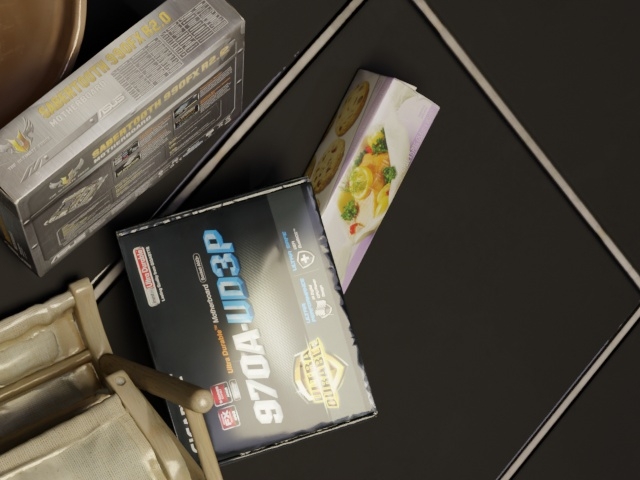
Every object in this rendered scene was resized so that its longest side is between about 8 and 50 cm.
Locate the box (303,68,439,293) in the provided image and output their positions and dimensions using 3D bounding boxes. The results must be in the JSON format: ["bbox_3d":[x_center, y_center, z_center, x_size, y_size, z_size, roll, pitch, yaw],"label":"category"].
[{"bbox_3d":[0.000,0.000,1.435,0.063,0.067,0.324,29,88,-32],"label":"box"}]

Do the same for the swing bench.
[{"bbox_3d":[-0.232,0.184,1.242,0.253,0.255,0.165,-25,121,-22],"label":"swing bench"}]

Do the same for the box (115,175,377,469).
[{"bbox_3d":[-0.064,0.071,1.361,0.175,0.051,0.220,-16,94,-7],"label":"box"}]

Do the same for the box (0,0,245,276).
[{"bbox_3d":[-0.163,-0.086,1.255,0.231,0.183,0.056,-41,78,-15],"label":"box"}]

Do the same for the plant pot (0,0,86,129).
[{"bbox_3d":[-0.306,-0.182,1.183,0.237,0.110,0.237,-7,105,-28],"label":"plant pot"}]
